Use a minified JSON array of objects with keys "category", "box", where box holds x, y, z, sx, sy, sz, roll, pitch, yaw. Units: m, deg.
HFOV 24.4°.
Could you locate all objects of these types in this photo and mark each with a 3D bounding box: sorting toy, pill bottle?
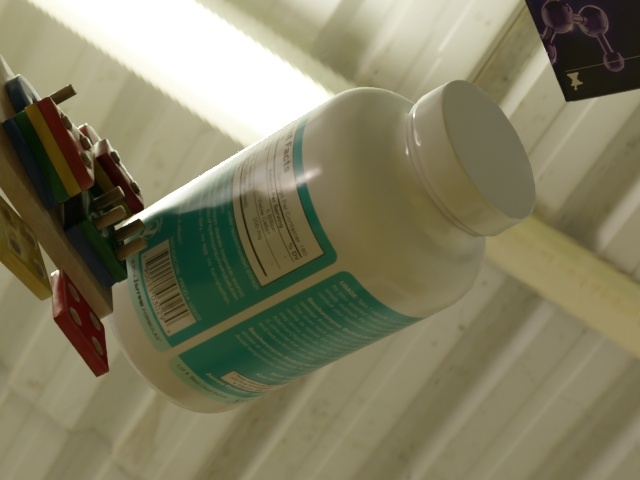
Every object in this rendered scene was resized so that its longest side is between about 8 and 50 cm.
[{"category":"sorting toy","box":[-0.147,-0.038,0.864,0.046,0.274,0.132,-28,-61,5]},{"category":"pill bottle","box":[0.000,0.000,0.921,0.264,0.146,0.146,-27,-81,32]}]

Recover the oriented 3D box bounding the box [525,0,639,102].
[{"category":"box","box":[0.215,-0.186,0.710,0.261,0.103,0.184,-9,-63,43]}]
